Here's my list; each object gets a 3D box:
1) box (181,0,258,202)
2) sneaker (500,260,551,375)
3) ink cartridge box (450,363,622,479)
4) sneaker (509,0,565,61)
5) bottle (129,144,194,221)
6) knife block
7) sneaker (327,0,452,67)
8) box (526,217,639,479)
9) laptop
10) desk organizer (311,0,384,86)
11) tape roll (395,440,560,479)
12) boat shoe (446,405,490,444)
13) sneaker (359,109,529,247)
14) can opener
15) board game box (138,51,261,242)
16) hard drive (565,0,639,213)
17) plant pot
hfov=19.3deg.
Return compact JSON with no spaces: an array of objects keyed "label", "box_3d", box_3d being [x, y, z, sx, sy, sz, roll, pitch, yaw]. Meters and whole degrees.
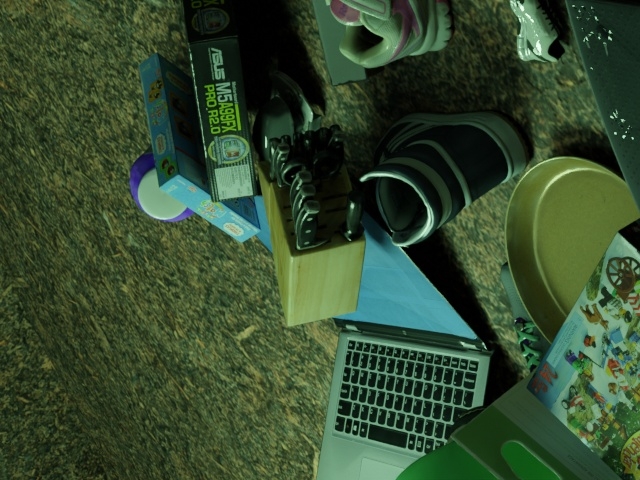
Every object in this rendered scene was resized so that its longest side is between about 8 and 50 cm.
[{"label":"box","box_3d":[-0.126,-0.213,2.232,0.270,0.060,0.216,85,176,-49]},{"label":"sneaker","box_3d":[0.250,0.128,2.055,0.223,0.098,0.083,55,158,-2]},{"label":"ink cartridge box","box_3d":[0.275,0.191,1.912,0.171,0.235,0.056,40,158,32]},{"label":"sneaker","box_3d":[0.205,-0.212,1.755,0.044,0.040,0.109,18,144,31]},{"label":"bottle","box_3d":[-0.191,-0.081,2.473,0.283,0.118,0.092,-76,-23,-81]},{"label":"knife block","box_3d":[0.000,0.000,2.077,0.242,0.088,0.275,-118,17,-67]},{"label":"sneaker","box_3d":[0.061,-0.265,1.858,0.103,0.111,0.252,36,151,38]},{"label":"box","box_3d":[0.304,0.113,1.776,0.159,0.044,0.233,44,137,22]},{"label":"laptop","box_3d":[0.021,0.161,2.365,0.382,0.236,0.408,4,84,62]},{"label":"desk organizer","box_3d":[0.027,-0.238,2.040,0.047,0.050,0.130,-7,103,28]},{"label":"tape roll","box_3d":[0.237,0.303,2.067,0.321,0.321,0.077,93,173,-57]},{"label":"boat shoe","box_3d":[0.231,0.242,2.150,0.340,0.127,0.113,39,-140,-48]},{"label":"sneaker","box_3d":[0.092,-0.064,2.024,0.099,0.153,0.282,60,157,-11]},{"label":"can opener","box_3d":[-0.059,-0.105,2.342,0.076,0.095,0.283,47,155,19]},{"label":"board game box","box_3d":[-0.152,-0.118,2.364,0.160,0.039,0.211,35,-148,-43]},{"label":"hard drive","box_3d":[0.317,-0.107,1.647,0.172,0.054,0.254,20,141,54]},{"label":"plant pot","box_3d":[0.278,0.024,1.874,0.236,0.032,0.236,31,133,41]}]
